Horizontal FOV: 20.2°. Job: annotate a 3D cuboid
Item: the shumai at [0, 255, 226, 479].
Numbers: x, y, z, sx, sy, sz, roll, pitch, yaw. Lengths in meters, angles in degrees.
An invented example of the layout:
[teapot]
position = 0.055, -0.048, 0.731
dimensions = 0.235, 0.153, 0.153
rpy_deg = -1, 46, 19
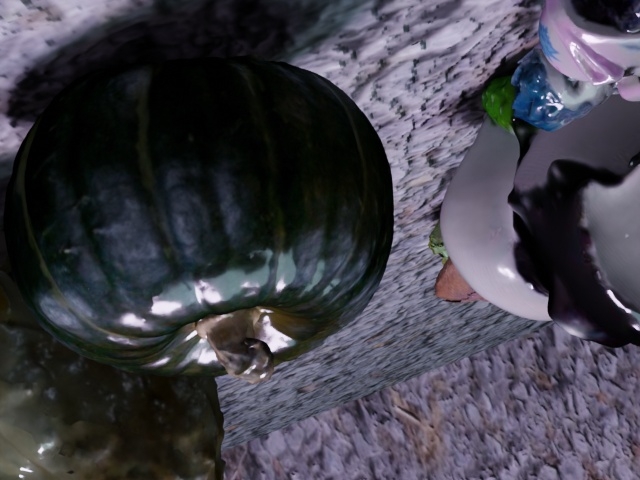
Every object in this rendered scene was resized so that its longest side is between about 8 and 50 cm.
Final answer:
[shumai]
position = -0.196, 0.117, 1.056
dimensions = 0.222, 0.272, 0.203
rpy_deg = -49, 155, 26

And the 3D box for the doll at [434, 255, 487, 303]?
[doll]
position = 0.235, 0.004, 1.595
dimensions = 0.201, 0.156, 0.303
rpy_deg = -11, 156, -43

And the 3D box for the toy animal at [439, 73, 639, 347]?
[toy animal]
position = 0.197, -0.037, 1.285
dimensions = 0.212, 0.213, 0.266
rpy_deg = -16, -163, -24

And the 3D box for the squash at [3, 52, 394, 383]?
[squash]
position = -0.064, -0.012, 0.967
dimensions = 0.218, 0.172, 0.218
rpy_deg = 5, 175, 0

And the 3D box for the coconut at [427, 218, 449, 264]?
[coconut]
position = 0.162, -0.011, 1.731
dimensions = 0.133, 0.055, 0.158
rpy_deg = -28, 157, -6

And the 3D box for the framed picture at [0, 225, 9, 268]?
[framed picture]
position = -0.217, 0.068, 1.421
dimensions = 0.326, 0.028, 0.446
rpy_deg = -12, 163, -39

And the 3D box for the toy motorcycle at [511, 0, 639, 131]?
[toy motorcycle]
position = 0.205, -0.131, 1.098
dimensions = 0.239, 0.108, 0.204
rpy_deg = 18, 140, -37
